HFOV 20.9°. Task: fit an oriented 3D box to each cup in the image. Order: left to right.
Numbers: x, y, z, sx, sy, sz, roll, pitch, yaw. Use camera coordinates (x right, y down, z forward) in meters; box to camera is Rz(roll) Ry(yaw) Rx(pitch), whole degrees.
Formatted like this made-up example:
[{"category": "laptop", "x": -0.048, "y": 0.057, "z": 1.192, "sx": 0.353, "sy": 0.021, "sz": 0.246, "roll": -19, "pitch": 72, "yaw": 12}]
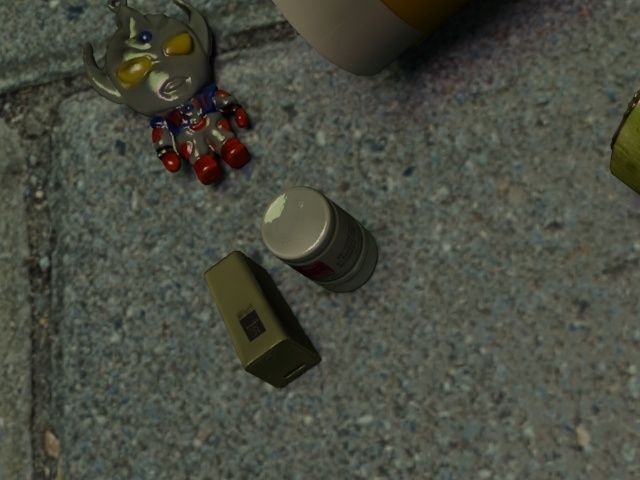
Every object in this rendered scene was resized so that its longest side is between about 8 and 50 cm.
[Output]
[{"category": "cup", "x": 0.069, "y": -0.268, "z": 1.304, "sx": 0.226, "sy": 0.185, "sz": 0.241, "roll": -31, "pitch": 31, "yaw": 28}]

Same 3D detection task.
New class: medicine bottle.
[{"category": "medicine bottle", "x": 0.000, "y": 0.000, "z": 1.305, "sx": 0.058, "sy": 0.091, "sz": 0.058, "roll": -9, "pitch": 68, "yaw": 24}]

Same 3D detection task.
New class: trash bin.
[{"category": "trash bin", "x": -0.047, "y": 0.060, "z": 1.327, "sx": 0.043, "sy": 0.061, "sz": 0.092, "roll": -37, "pitch": 58, "yaw": 11}]

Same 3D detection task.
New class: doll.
[{"category": "doll", "x": -0.127, "y": -0.131, "z": 1.433, "sx": 0.104, "sy": 0.062, "sz": 0.194, "roll": -38, "pitch": 67, "yaw": 11}]

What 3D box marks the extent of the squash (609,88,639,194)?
[{"category": "squash", "x": 0.294, "y": -0.045, "z": 1.161, "sx": 0.187, "sy": 0.123, "sz": 0.123, "roll": 39, "pitch": 92, "yaw": 29}]
